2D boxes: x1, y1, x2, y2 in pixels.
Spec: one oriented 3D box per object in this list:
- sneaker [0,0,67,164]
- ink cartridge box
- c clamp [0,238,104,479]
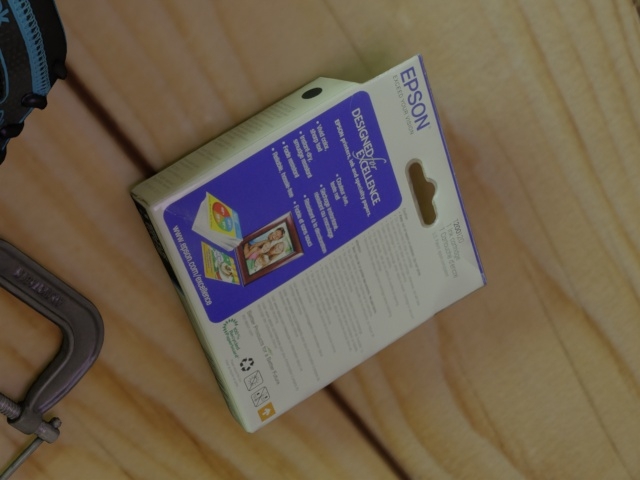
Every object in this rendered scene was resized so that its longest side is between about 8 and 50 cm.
[{"bbox_3d":[-0.197,-0.067,0.716,0.140,0.125,0.341,-3,117,-37],"label":"sneaker"},{"bbox_3d":[0.000,0.000,0.927,0.208,0.045,0.206,-30,126,-15],"label":"ink cartridge box"},{"bbox_3d":[-0.204,0.076,0.850,0.137,0.022,0.160,-44,130,-5],"label":"c clamp"}]
